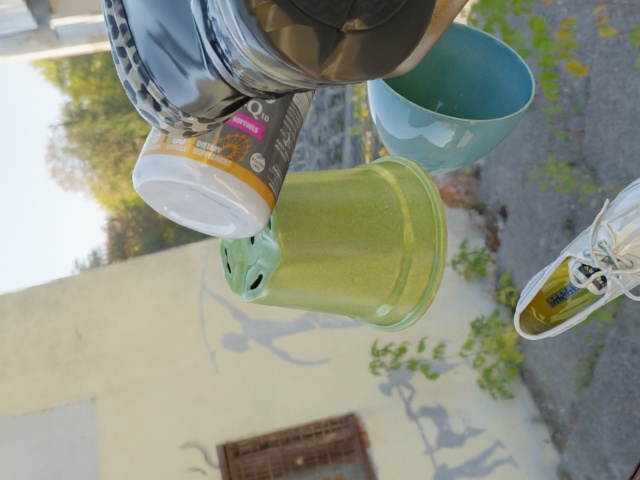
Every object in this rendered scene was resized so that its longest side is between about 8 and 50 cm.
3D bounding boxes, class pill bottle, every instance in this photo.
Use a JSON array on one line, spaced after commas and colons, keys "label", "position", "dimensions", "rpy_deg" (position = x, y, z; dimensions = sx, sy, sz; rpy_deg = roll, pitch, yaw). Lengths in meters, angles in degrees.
[{"label": "pill bottle", "position": [-0.096, -0.155, 0.909], "dimensions": [0.162, 0.162, 0.278], "rpy_deg": [100, -173, -69]}]

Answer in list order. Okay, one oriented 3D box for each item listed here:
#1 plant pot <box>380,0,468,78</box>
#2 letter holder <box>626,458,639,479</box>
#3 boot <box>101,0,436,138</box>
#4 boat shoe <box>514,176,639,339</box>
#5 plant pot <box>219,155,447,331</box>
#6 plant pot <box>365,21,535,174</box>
[{"label": "plant pot", "position": [0.113, -0.214, 0.591], "dimensions": [0.032, 0.236, 0.236], "rpy_deg": [35, 172, -4]}, {"label": "letter holder", "position": [0.311, 0.301, 0.658], "dimensions": [0.152, 0.302, 0.214], "rpy_deg": [28, 167, 37]}, {"label": "boot", "position": [-0.046, -0.247, 0.453], "dimensions": [0.284, 0.138, 0.377], "rpy_deg": [171, 97, -66]}, {"label": "boat shoe", "position": [0.421, 0.036, 1.173], "dimensions": [0.136, 0.156, 0.367], "rpy_deg": [49, 128, 5]}, {"label": "plant pot", "position": [0.000, 0.000, 1.151], "dimensions": [0.276, 0.254, 0.276], "rpy_deg": [-7, 82, 58]}, {"label": "plant pot", "position": [0.207, -0.231, 1.392], "dimensions": [0.195, 0.290, 0.290], "rpy_deg": [104, 155, -46]}]
